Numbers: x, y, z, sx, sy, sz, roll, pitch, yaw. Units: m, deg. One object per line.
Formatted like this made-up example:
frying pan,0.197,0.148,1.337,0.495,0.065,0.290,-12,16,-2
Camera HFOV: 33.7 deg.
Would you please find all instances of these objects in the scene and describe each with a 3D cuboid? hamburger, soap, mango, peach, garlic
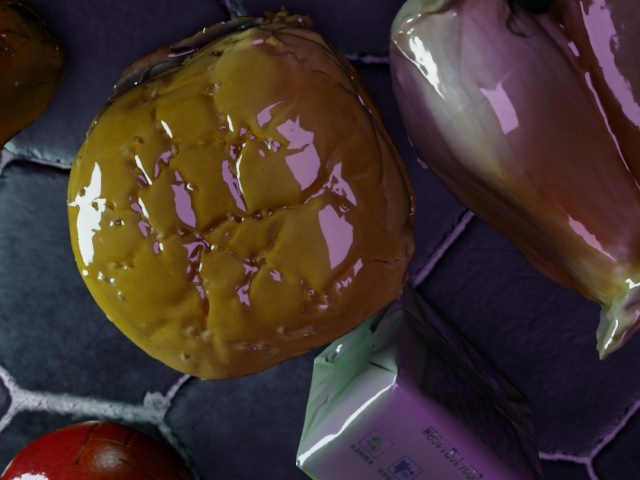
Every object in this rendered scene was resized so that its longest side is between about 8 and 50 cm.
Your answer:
hamburger,-0.075,-0.033,0.893,0.318,0.158,0.319,4,106,14
soap,0.093,0.174,0.956,0.138,0.182,0.199,-41,106,19
mango,-0.333,-0.116,0.902,0.248,0.151,0.156,-27,139,6
peach,-0.221,0.261,1.011,0.197,0.197,0.197,1,111,2
garlic,0.215,-0.097,0.839,0.286,0.249,0.313,-37,89,32
